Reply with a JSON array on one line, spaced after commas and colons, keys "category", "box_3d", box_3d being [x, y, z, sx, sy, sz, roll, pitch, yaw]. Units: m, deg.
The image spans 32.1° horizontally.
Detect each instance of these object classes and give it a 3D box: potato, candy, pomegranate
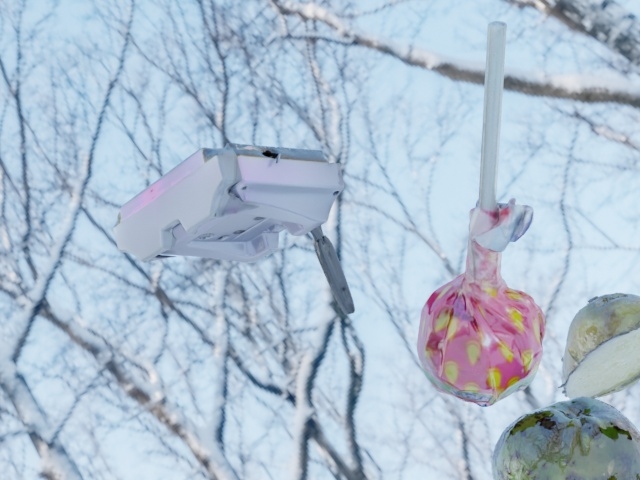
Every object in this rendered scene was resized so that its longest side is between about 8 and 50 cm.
[{"category": "potato", "box_3d": [0.369, 0.131, 1.443, 0.164, 0.081, 0.200, -18, -33, -7]}, {"category": "candy", "box_3d": [0.145, -0.015, 0.973, 0.124, 0.124, 0.365, -17, -57, -27]}, {"category": "pomegranate", "box_3d": [0.220, 0.215, 0.967, 0.138, 0.163, 0.125, 0, -31, 2]}]

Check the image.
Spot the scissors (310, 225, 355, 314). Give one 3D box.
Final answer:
[{"category": "scissors", "box_3d": [0.000, 0.000, 1.489, 0.088, 0.017, 0.220, -31, -76, -37]}]

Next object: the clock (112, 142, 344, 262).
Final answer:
[{"category": "clock", "box_3d": [-0.112, -0.036, 1.353, 0.186, 0.083, 0.253, 0, -20, -41]}]
